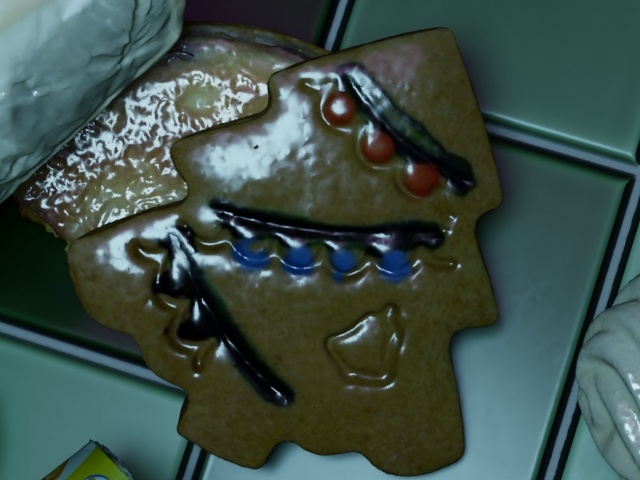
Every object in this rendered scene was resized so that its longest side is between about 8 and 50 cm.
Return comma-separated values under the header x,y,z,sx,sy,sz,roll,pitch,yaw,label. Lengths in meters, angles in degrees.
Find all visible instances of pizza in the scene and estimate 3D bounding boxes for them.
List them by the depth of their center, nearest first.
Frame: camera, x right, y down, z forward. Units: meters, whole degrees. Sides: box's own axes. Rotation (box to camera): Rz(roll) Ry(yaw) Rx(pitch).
x,y,z,sx,sy,sz,roll,pitch,yaw,label
-0.088,-0.062,1.221,0.305,0.085,0.161,1,96,0,pizza

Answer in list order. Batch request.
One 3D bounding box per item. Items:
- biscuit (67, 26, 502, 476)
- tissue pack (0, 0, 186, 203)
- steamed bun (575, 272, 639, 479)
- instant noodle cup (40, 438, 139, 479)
x,y,z,sx,sy,sz,roll,pitch,yaw,label
0.000,0.000,1.166,0.278,0.043,0.301,24,99,-7,biscuit
-0.303,-0.144,1.142,0.390,0.195,0.375,-39,57,-2,tissue pack
0.243,0.087,1.155,0.183,0.106,0.182,-1,79,5,steamed bun
-0.132,0.225,1.133,0.205,0.205,0.153,43,82,10,instant noodle cup
